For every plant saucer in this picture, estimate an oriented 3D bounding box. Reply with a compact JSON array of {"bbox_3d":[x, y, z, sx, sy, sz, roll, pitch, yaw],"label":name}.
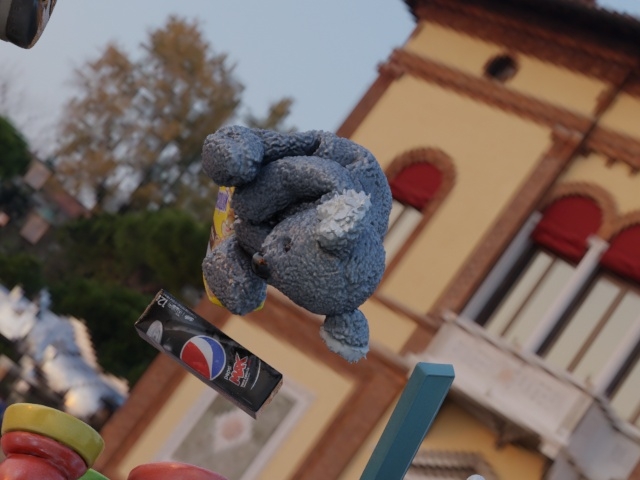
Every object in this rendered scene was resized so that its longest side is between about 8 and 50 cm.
[{"bbox_3d":[0.095,0.226,1.616,0.067,0.192,0.018,9,22,-47],"label":"plant saucer"}]

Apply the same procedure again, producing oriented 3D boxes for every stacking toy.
[{"bbox_3d":[-0.252,0.336,1.661,0.309,0.130,0.279,21,-30,-3],"label":"stacking toy"}]

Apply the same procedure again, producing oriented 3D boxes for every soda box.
[{"bbox_3d":[-0.123,0.127,1.567,0.169,0.053,0.060,34,-14,8],"label":"soda box"}]

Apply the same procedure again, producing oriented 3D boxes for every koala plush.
[{"bbox_3d":[0.000,0.000,1.399,0.221,0.203,0.196,-125,-148,-61],"label":"koala plush"}]

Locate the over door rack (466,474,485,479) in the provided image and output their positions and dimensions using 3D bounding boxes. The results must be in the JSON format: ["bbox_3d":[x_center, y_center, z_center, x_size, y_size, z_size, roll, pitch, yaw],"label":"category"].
[{"bbox_3d":[0.230,0.309,1.412,0.239,0.108,0.324,16,-12,-13],"label":"over door rack"}]

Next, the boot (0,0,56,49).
[{"bbox_3d":[-0.351,-0.290,1.205,0.284,0.138,0.377,14,26,-12],"label":"boot"}]

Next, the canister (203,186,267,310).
[{"bbox_3d":[-0.085,-0.019,1.605,0.073,0.170,0.126,8,20,-14],"label":"canister"}]
